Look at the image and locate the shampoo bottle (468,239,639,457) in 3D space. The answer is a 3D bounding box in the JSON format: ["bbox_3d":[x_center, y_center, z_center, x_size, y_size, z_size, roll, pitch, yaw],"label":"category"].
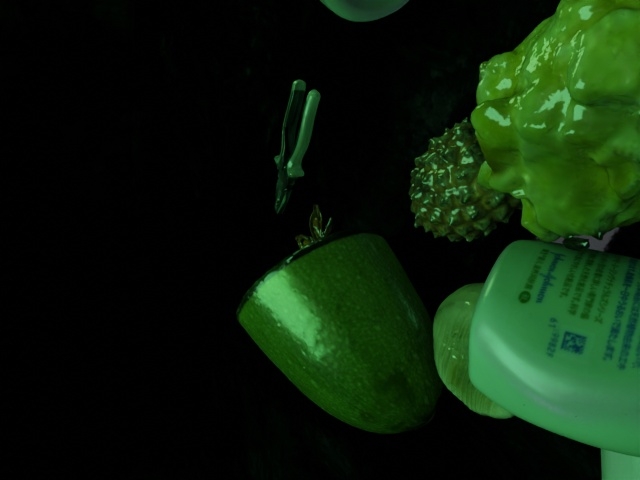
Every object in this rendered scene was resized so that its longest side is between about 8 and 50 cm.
[{"bbox_3d":[0.334,0.115,0.489,0.349,0.222,0.151,14,130,31],"label":"shampoo bottle"}]

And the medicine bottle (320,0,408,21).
[{"bbox_3d":[0.004,-0.541,0.833,0.388,0.219,0.219,55,139,33],"label":"medicine bottle"}]

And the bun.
[{"bbox_3d":[0.250,0.154,0.729,0.178,0.127,0.193,48,146,40],"label":"bun"}]

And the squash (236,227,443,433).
[{"bbox_3d":[0.056,0.190,0.874,0.309,0.310,0.310,60,142,25],"label":"squash"}]

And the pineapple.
[{"bbox_3d":[0.195,-0.074,0.726,0.193,0.166,0.166,-45,61,51],"label":"pineapple"}]

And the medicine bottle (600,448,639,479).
[{"bbox_3d":[0.375,0.265,0.581,0.102,0.102,0.187,3,101,56],"label":"medicine bottle"}]

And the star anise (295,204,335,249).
[{"bbox_3d":[-0.004,0.000,1.134,0.157,0.053,0.212,58,143,29],"label":"star anise"}]

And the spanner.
[{"bbox_3d":[-0.067,-0.203,1.190,0.096,0.040,0.325,46,133,40],"label":"spanner"}]

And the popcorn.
[{"bbox_3d":[0.272,-0.120,0.503,0.286,0.252,0.215,77,-165,-53],"label":"popcorn"}]
